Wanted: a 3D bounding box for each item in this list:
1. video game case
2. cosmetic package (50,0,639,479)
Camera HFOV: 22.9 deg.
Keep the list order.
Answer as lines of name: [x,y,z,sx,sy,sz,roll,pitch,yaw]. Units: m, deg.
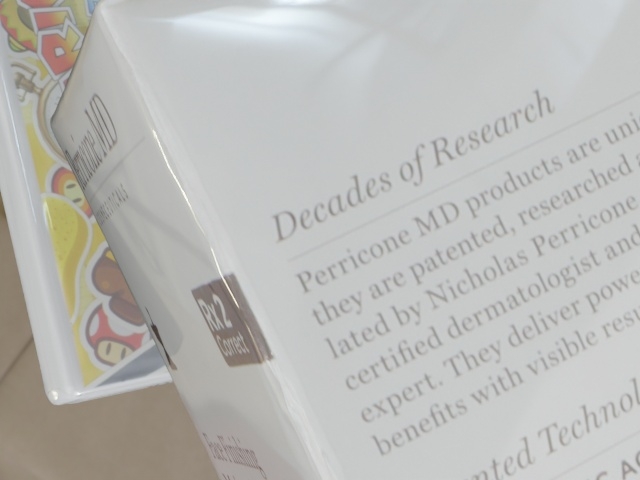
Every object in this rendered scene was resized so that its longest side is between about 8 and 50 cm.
video game case: [-0.034,-0.065,0.628,0.026,0.206,0.227,-23,79,57]
cosmetic package: [0.038,0.006,0.416,0.184,0.151,0.151,64,165,-1]
